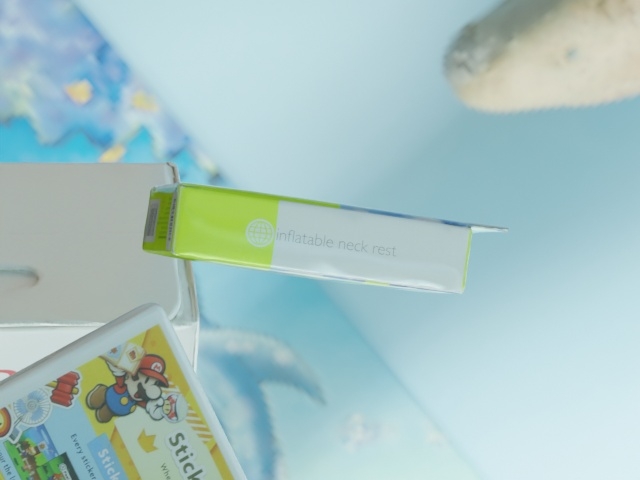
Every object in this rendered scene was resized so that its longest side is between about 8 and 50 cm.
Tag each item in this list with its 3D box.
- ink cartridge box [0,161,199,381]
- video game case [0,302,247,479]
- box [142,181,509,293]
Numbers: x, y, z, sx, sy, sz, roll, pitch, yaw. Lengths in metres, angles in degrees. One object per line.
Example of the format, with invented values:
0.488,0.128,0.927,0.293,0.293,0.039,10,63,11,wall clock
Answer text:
-0.245,0.135,1.243,0.166,0.286,0.395,-102,-165,-44,ink cartridge box
-0.111,0.173,0.766,0.206,0.227,0.026,-29,-172,-25,video game case
0.000,0.000,0.933,0.109,0.178,0.042,-179,-83,-76,box
